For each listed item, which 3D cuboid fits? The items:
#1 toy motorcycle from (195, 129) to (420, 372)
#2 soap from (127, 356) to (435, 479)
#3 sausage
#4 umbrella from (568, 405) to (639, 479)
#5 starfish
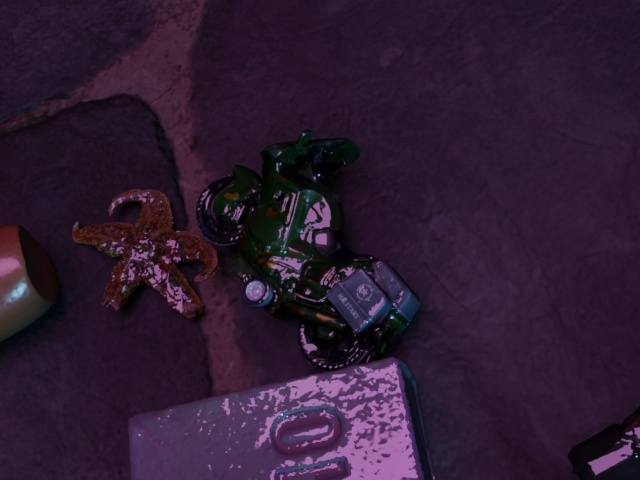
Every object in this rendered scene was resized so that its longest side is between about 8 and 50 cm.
[{"bbox_3d":[0.000,0.000,0.982,0.187,0.125,0.275,-43,66,6],"label":"toy motorcycle"},{"bbox_3d":[-0.027,0.280,0.882,0.285,0.107,0.296,-16,64,11],"label":"soap"},{"bbox_3d":[-0.438,0.091,1.059,0.304,0.121,0.121,-27,64,3],"label":"sausage"},{"bbox_3d":[0.368,0.139,0.839,0.326,0.090,0.094,-30,67,2],"label":"umbrella"},{"bbox_3d":[-0.196,0.016,1.074,0.209,0.053,0.150,15,60,24],"label":"starfish"}]
